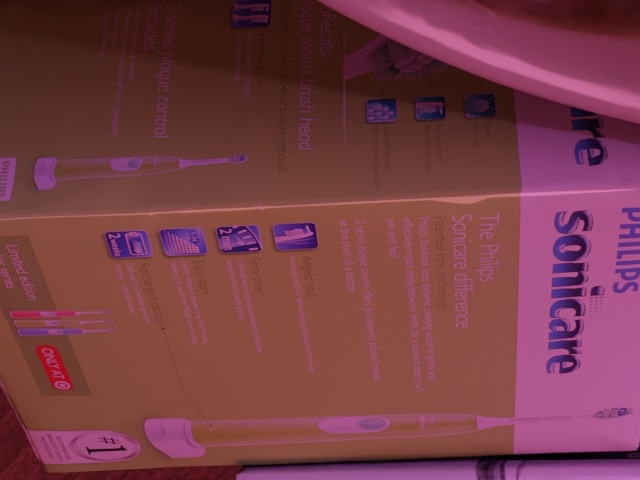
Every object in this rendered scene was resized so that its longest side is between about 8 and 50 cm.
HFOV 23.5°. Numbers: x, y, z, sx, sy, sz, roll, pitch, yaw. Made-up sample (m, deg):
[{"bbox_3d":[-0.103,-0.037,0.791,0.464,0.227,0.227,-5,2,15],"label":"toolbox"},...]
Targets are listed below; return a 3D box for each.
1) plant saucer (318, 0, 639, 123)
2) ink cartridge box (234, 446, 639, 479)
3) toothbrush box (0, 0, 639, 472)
[{"bbox_3d":[0.119,-0.146,0.370,0.400,0.101,0.400,13,162,4],"label":"plant saucer"},{"bbox_3d":[0.114,0.166,0.807,0.307,0.129,0.223,-1,180,3],"label":"ink cartridge box"},{"bbox_3d":[0.000,0.000,0.668,0.283,0.122,0.206,-2,144,6],"label":"toothbrush box"}]
